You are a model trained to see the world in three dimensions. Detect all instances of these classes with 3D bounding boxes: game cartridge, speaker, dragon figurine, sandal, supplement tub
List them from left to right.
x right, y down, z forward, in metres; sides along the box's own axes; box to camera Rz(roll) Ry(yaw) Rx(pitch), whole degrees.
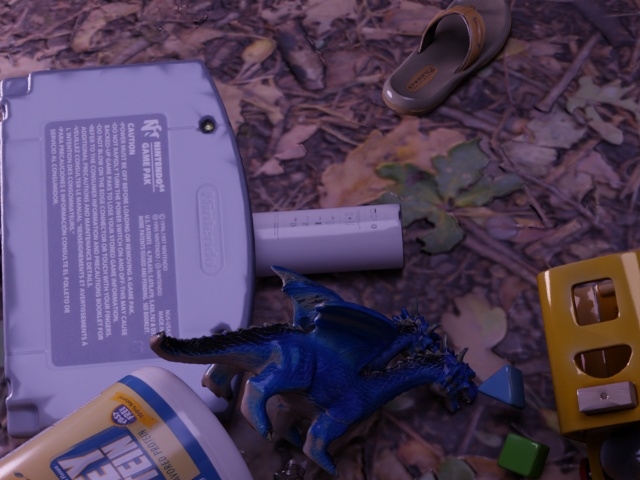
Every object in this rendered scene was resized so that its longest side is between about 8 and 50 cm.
[{"bbox_3d":[-0.155,0.192,0.937,0.200,0.144,0.144,-34,54,-22],"label":"supplement tub"},{"bbox_3d":[-0.150,0.003,1.096,0.196,0.060,0.294,-5,73,2],"label":"game cartridge"},{"bbox_3d":[-0.005,0.073,0.993,0.144,0.289,0.085,-56,39,-3],"label":"dragon figurine"},{"bbox_3d":[0.000,0.000,1.149,0.136,0.055,0.055,-4,49,2],"label":"speaker"},{"bbox_3d":[0.121,-0.185,1.303,0.072,0.049,0.180,27,57,26],"label":"sandal"}]

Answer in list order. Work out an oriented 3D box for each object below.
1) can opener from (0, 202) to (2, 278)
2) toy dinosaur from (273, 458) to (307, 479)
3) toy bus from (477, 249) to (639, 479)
[{"bbox_3d":[-0.261,-0.017,1.175,0.283,0.076,0.095,-22,52,-15],"label":"can opener"},{"bbox_3d":[0.007,0.246,0.895,0.160,0.121,0.313,31,55,35],"label":"toy dinosaur"},{"bbox_3d":[0.207,0.106,0.949,0.202,0.104,0.191,36,96,30],"label":"toy bus"}]
